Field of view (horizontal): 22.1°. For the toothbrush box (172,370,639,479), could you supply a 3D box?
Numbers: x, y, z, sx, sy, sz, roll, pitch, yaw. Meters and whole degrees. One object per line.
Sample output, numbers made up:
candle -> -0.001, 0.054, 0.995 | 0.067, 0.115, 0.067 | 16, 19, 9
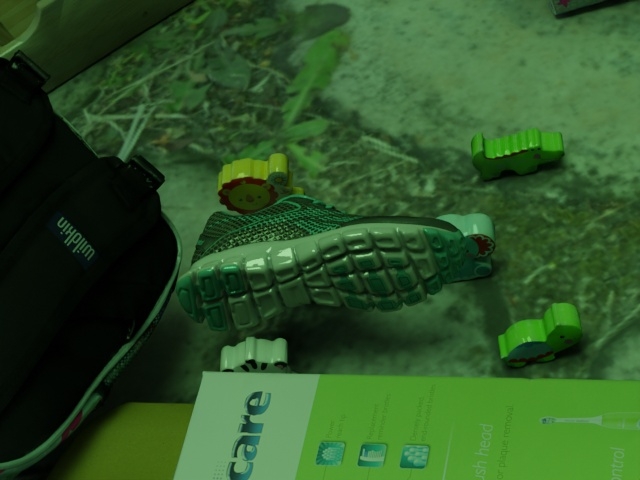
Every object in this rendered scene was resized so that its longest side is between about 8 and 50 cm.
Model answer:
toothbrush box -> 0.092, 0.164, 0.733 | 0.283, 0.206, 0.122 | 1, 52, 19

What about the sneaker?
sneaker -> 0.000, 0.000, 0.939 | 0.166, 0.065, 0.076 | -6, 43, 9

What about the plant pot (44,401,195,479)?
plant pot -> -0.095, 0.136, 0.913 | 0.081, 0.081, 0.083 | 0, 39, 19

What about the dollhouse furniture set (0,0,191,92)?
dollhouse furniture set -> -0.274, -0.288, 1.122 | 0.256, 0.394, 0.362 | -35, 48, -11

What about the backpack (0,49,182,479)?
backpack -> -0.224, 0.035, 0.910 | 0.191, 0.225, 0.253 | -38, 15, 33

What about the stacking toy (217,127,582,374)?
stacking toy -> 0.043, 0.007, 0.991 | 0.221, 0.052, 0.167 | -10, 48, 10

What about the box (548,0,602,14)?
box -> 0.187, -0.304, 1.133 | 0.142, 0.163, 0.247 | -15, 47, 12
